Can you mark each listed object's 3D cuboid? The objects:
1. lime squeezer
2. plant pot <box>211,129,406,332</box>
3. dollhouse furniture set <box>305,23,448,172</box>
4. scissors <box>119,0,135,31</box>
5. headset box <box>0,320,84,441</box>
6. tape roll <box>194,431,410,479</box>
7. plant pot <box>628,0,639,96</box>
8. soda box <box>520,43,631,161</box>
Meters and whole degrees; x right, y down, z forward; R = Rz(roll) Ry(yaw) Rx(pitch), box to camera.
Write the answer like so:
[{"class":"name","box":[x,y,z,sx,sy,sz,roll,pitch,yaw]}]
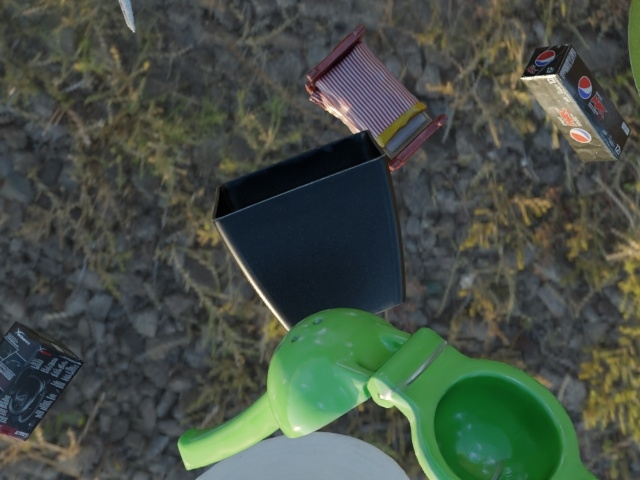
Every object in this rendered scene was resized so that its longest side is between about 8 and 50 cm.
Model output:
[{"class":"lime squeezer","box":[0.038,0.084,0.401,0.310,0.058,0.110,11,113,40]},{"class":"plant pot","box":[0.000,0.000,1.226,0.188,0.187,0.167,-20,104,1]},{"class":"dollhouse furniture set","box":[-0.004,-0.123,1.753,0.201,0.152,0.374,45,88,0]},{"class":"scissors","box":[-0.229,-0.362,1.202,0.109,0.297,0.021,-35,159,8]},{"class":"headset box","box":[-0.223,0.108,0.827,0.083,0.032,0.062,-53,152,-3]},{"class":"tape roll","box":[-0.023,0.314,1.011,0.286,0.286,0.100,-15,129,14]},{"class":"plant pot","box":[0.402,-0.174,0.770,0.274,0.293,0.275,2,81,-10]},{"class":"soda box","box":[0.327,-0.173,1.436,0.060,0.053,0.169,2,145,49]}]
